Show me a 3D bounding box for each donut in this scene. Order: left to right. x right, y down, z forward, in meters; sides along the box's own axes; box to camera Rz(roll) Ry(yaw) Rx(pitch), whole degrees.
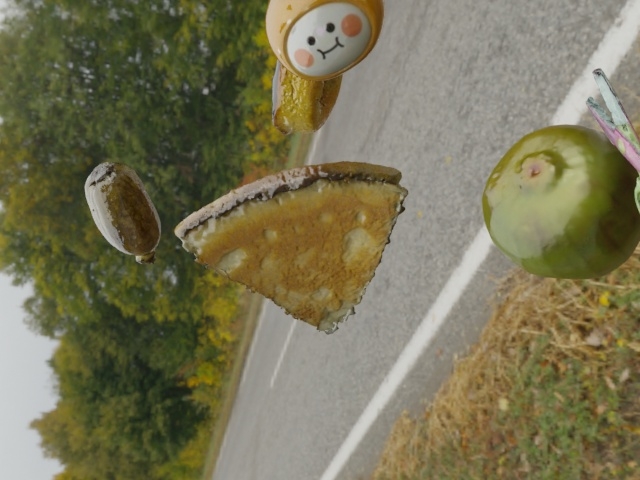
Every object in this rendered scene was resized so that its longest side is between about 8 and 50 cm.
[{"bbox_3d":[-0.027,-0.333,1.394,0.253,0.118,0.254,19,-90,-83],"label":"donut"}]

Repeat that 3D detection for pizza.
[{"bbox_3d":[-0.009,-0.023,1.367,0.392,0.434,0.080,-43,35,21],"label":"pizza"}]

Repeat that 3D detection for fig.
[{"bbox_3d":[0.338,-0.037,0.920,0.207,0.230,0.207,-43,23,23],"label":"fig"}]

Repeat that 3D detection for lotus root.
[{"bbox_3d":[-0.417,-0.051,1.486,0.145,0.128,0.260,44,158,49],"label":"lotus root"}]

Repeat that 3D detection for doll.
[{"bbox_3d":[-0.009,-0.399,1.157,0.236,0.213,0.213,52,-159,-29],"label":"doll"}]

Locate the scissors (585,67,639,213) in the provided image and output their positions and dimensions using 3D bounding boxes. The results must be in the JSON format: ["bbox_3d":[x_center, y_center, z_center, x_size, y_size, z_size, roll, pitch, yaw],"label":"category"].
[{"bbox_3d":[0.332,-0.103,0.740,0.134,0.019,0.187,66,-173,-58],"label":"scissors"}]
